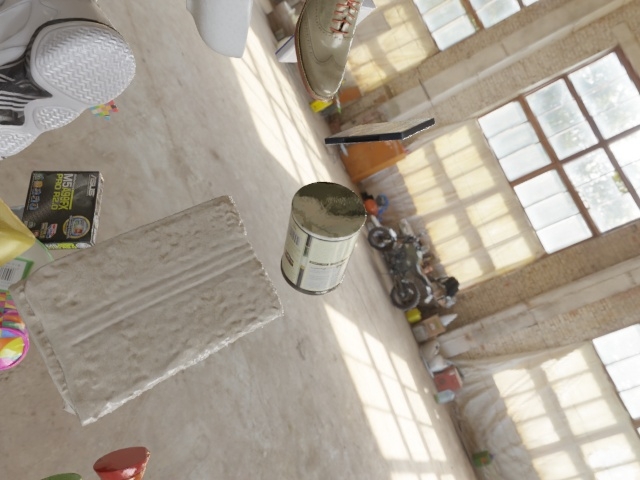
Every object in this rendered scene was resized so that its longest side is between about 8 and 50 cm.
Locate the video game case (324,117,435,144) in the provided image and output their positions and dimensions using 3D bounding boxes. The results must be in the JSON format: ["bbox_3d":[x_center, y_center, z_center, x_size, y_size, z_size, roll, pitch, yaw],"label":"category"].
[{"bbox_3d":[0.176,-0.328,1.339,0.196,0.274,0.026,-32,117,-43],"label":"video game case"}]

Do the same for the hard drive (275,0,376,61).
[{"bbox_3d":[0.013,-0.727,1.543,0.210,0.318,0.040,-24,91,-45],"label":"hard drive"}]

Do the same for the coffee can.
[{"bbox_3d":[0.000,0.000,1.263,0.275,0.201,0.202,106,-25,-51],"label":"coffee can"}]

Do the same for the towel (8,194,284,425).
[{"bbox_3d":[-0.199,0.074,0.553,0.187,0.282,0.049,65,-27,0],"label":"towel"}]

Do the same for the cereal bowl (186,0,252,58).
[{"bbox_3d":[-0.239,-0.614,1.040,0.339,0.141,0.340,-179,-90,-73],"label":"cereal bowl"}]

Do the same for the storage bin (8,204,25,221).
[{"bbox_3d":[-1.033,-0.064,1.491,0.135,0.098,0.091,-124,-164,-80],"label":"storage bin"}]

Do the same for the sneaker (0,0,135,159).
[{"bbox_3d":[-0.464,-0.259,0.656,0.137,0.365,0.210,66,-1,-65],"label":"sneaker"}]

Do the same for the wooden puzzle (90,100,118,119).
[{"bbox_3d":[-0.445,-0.277,0.904,0.083,0.049,0.006,82,-11,-59],"label":"wooden puzzle"}]

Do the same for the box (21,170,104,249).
[{"bbox_3d":[-0.849,-0.103,1.470,0.060,0.216,0.270,109,-22,-64],"label":"box"}]

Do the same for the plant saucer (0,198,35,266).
[{"bbox_3d":[-0.890,-0.029,0.978,0.333,0.332,0.081,46,-27,4],"label":"plant saucer"}]

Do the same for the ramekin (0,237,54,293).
[{"bbox_3d":[-0.898,0.109,1.242,0.303,0.148,0.304,11,70,-30],"label":"ramekin"}]

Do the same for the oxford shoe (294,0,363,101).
[{"bbox_3d":[0.026,-0.481,0.948,0.130,0.122,0.349,18,-74,60],"label":"oxford shoe"}]

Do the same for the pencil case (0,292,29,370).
[{"bbox_3d":[-0.680,0.187,0.948,0.236,0.104,0.104,19,-31,53],"label":"pencil case"}]

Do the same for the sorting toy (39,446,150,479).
[{"bbox_3d":[-0.534,0.564,0.928,0.365,0.127,0.126,-8,91,-41],"label":"sorting toy"}]
